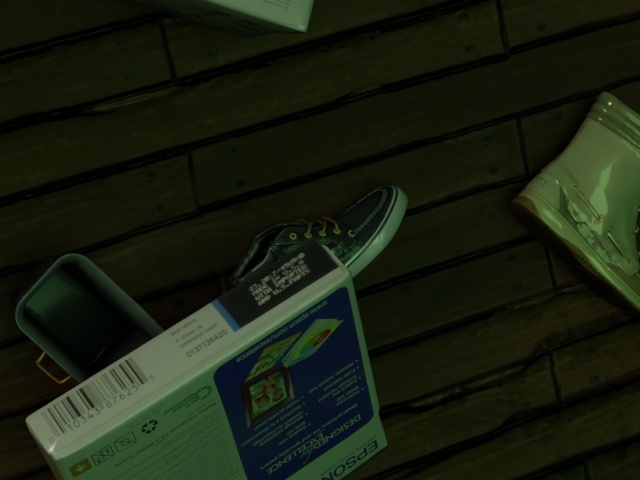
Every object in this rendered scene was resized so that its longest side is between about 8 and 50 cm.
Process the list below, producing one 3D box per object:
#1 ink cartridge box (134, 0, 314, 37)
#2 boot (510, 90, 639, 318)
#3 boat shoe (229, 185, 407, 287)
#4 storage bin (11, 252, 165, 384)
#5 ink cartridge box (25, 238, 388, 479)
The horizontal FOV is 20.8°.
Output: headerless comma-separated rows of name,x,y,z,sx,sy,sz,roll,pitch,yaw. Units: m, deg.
ink cartridge box,-0.136,-0.343,1.455,0.309,0.130,0.272,16,86,-28
boot,0.314,-0.030,1.773,0.213,0.077,0.165,42,80,-20
boat shoe,0.000,0.000,1.649,0.183,0.065,0.083,-48,114,-8
storage bin,-0.218,0.077,1.556,0.135,0.091,0.098,45,80,-21
ink cartridge box,-0.090,0.178,1.601,0.303,0.072,0.307,-33,147,-15
